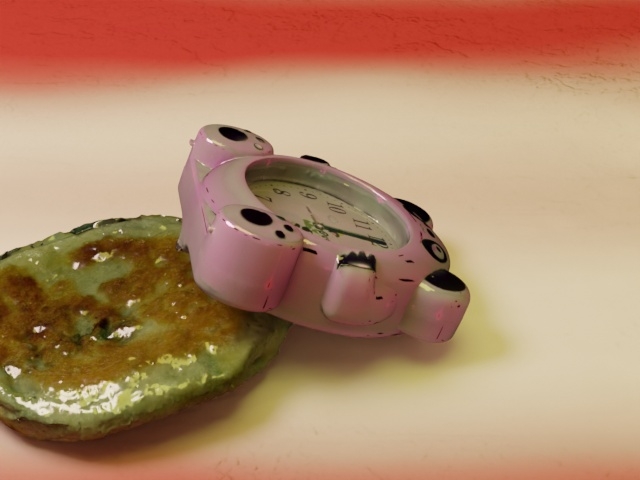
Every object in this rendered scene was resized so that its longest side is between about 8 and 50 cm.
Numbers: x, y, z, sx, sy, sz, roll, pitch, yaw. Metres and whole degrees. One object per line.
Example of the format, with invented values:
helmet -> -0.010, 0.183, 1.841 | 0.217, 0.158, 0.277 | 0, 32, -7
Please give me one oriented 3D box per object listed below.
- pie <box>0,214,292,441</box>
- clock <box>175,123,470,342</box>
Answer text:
pie -> -0.179, 0.070, 1.158 | 0.303, 0.066, 0.302 | -1, 37, 1
clock -> 0.000, 0.000, 1.167 | 0.248, 0.090, 0.227 | 15, 25, -19
